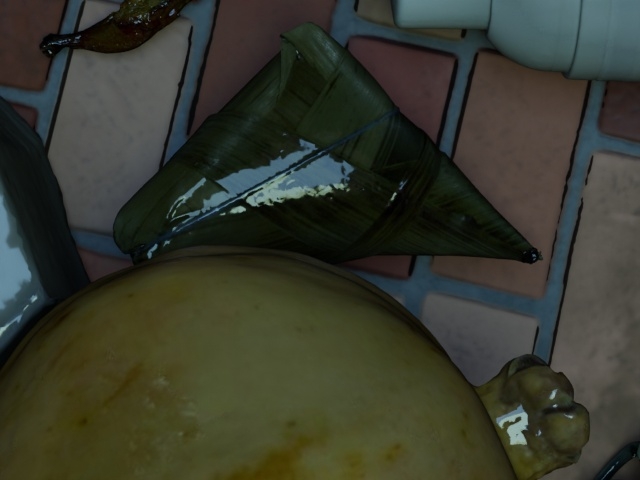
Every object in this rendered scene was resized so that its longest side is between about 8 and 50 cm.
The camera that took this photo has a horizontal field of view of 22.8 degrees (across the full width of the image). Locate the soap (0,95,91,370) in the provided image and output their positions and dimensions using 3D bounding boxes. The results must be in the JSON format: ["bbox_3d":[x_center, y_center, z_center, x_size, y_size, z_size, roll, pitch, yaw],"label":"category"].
[{"bbox_3d":[-0.381,-0.028,1.085,0.350,0.213,0.435,-44,86,-6],"label":"soap"}]

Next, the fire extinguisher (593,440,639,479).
[{"bbox_3d":[0.202,0.247,1.111,0.093,0.118,0.294,28,83,-32],"label":"fire extinguisher"}]

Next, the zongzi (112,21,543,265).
[{"bbox_3d":[0.000,0.000,1.130,0.221,0.112,0.242,-44,86,-6],"label":"zongzi"}]

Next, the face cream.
[{"bbox_3d":[0.207,-0.185,1.138,0.369,0.145,0.145,0,83,1],"label":"face cream"}]

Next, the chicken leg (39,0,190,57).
[{"bbox_3d":[-0.141,-0.172,1.189,0.145,0.037,0.062,-38,63,-5],"label":"chicken leg"}]

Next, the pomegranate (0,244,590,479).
[{"bbox_3d":[-0.016,0.195,0.970,0.411,0.411,0.411,0,83,0],"label":"pomegranate"}]
